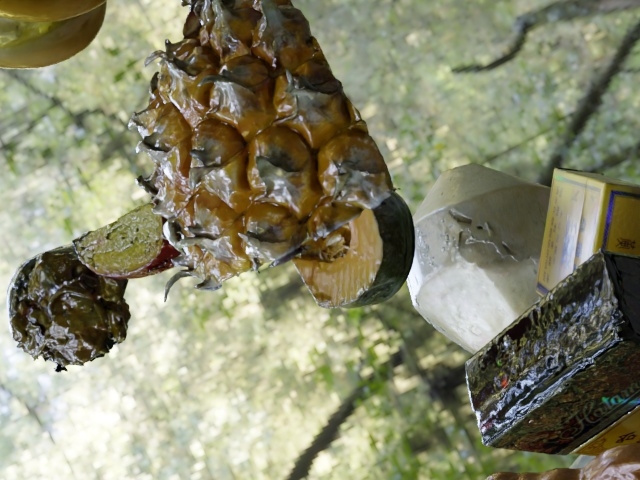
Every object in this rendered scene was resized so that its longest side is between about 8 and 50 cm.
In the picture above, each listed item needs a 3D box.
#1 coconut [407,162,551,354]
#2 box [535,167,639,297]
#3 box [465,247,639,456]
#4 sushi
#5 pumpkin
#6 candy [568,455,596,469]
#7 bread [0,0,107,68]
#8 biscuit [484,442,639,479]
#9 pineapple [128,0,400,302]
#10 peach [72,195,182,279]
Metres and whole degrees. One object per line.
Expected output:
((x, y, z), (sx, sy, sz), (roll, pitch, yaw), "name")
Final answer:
((0.307, 0.023, 2.268), (0.353, 0.352, 0.352), (61, -171, -16), "coconut")
((0.380, 0.007, 1.790), (0.301, 0.084, 0.193), (-105, 22, -83), "box")
((0.403, 0.147, 1.457), (0.415, 0.264, 0.116), (10, -126, -29), "box")
((-0.394, 0.104, 2.064), (0.204, 0.213, 0.200), (164, 89, -84), "sushi")
((0.001, 0.000, 1.865), (0.139, 0.280, 0.190), (-15, -74, -59), "pumpkin")
((0.429, 0.356, 1.706), (0.208, 0.359, 0.145), (45, 160, -5), "candy")
((-0.349, -0.326, 1.398), (0.315, 0.270, 0.211), (12, -161, -35), "bread")
((0.302, 0.282, 1.225), (0.202, 0.333, 0.047), (59, -144, -16), "biscuit")
((-0.100, -0.111, 1.112), (0.286, 0.209, 0.344), (64, 172, -2), "pineapple")
((-0.230, 0.003, 1.687), (0.127, 0.172, 0.092), (124, 120, -89), "peach")
